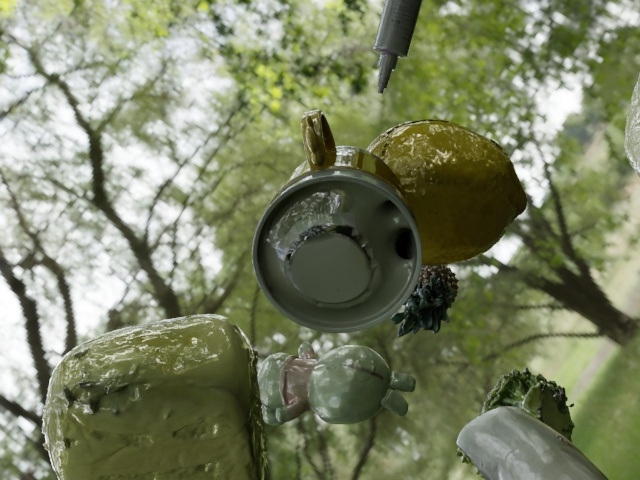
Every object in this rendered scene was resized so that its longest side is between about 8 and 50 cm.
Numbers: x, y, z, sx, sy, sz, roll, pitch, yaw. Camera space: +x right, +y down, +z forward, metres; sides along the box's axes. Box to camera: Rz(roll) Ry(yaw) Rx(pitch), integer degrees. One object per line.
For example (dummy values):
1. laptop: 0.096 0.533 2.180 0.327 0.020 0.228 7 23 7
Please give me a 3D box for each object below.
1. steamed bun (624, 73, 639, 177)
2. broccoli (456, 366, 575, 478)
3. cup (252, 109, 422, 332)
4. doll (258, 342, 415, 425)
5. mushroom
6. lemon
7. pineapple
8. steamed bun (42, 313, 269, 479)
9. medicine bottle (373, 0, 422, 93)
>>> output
1. steamed bun: 0.704 -0.213 1.843 0.334 0.233 0.312 -126 51 -72
2. broccoli: 0.335 0.332 1.862 0.273 0.180 0.242 59 -135 -46
3. cup: 0.018 -0.040 1.223 0.226 0.185 0.241 -77 -24 -71
4. doll: 0.007 0.227 1.644 0.113 0.275 0.155 59 -142 -35
5. mushroom: 0.322 0.343 1.372 0.126 0.177 0.397 -43 17 -3
6. lemon: 0.153 -0.064 1.437 0.204 0.260 0.204 -174 90 -85
7. pineapple: 0.165 0.087 1.629 0.103 0.083 0.221 -24 3 13
8. steamed bun: -0.176 0.181 1.133 0.166 0.232 0.273 -100 2 -46
9. medicine bottle: 0.116 -0.322 1.611 0.057 0.057 0.199 8 -84 -75
